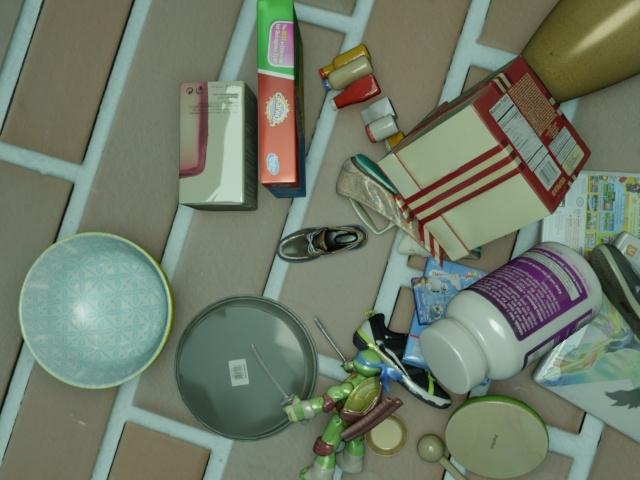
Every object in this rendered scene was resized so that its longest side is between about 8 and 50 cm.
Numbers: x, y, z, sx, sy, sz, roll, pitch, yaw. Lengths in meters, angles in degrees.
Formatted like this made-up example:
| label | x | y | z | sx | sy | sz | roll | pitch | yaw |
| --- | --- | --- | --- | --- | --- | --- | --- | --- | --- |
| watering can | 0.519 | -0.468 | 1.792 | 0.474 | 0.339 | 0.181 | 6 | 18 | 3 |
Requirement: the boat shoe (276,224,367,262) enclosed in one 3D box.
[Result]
| label | x | y | z | sx | sy | sz | roll | pitch | yaw |
| --- | --- | --- | --- | --- | --- | --- | --- | --- | --- |
| boat shoe | 0.000 | 0.000 | 1.365 | 0.183 | 0.066 | 0.066 | -14 | 86 | 4 |

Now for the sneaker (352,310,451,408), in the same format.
| label | x | y | z | sx | sy | sz | roll | pitch | yaw |
| --- | --- | --- | --- | --- | --- | --- | --- | --- | --- |
| sneaker | 0.169 | 0.223 | 1.332 | 0.235 | 0.084 | 0.097 | 39 | 90 | 5 |

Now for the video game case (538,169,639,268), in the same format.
| label | x | y | z | sx | sy | sz | roll | pitch | yaw |
| --- | --- | --- | --- | --- | --- | --- | --- | --- | --- |
| video game case | 0.528 | -0.021 | 1.344 | 0.207 | 0.026 | 0.226 | 4 | 87 | 5 |

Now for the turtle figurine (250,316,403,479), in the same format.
| label | x | y | z | sx | sy | sz | roll | pitch | yaw |
| --- | --- | --- | --- | --- | --- | --- | --- | --- | --- |
| turtle figurine | 0.012 | 0.298 | 1.298 | 0.275 | 0.198 | 0.266 | 11 | 105 | 7 |

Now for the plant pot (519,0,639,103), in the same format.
| label | x | y | z | sx | sy | sz | roll | pitch | yaw |
| --- | --- | --- | --- | --- | --- | --- | --- | --- | --- |
| plant pot | 0.506 | -0.376 | 1.281 | 0.254 | 0.237 | 0.237 | -36 | 85 | 18 |

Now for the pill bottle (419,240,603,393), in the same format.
| label | x | y | z | sx | sy | sz | roll | pitch | yaw |
| --- | --- | --- | --- | --- | --- | --- | --- | --- | --- |
| pill bottle | 0.324 | 0.136 | 1.210 | 0.302 | 0.169 | 0.169 | -27 | 85 | -22 |

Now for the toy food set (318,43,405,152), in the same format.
| label | x | y | z | sx | sy | sz | roll | pitch | yaw |
| --- | --- | --- | --- | --- | --- | --- | --- | --- | --- |
| toy food set | 0.077 | -0.262 | 1.354 | 0.105 | 0.111 | 0.232 | -24 | 86 | 15 |

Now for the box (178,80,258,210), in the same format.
| label | x | y | z | sx | sy | sz | roll | pitch | yaw |
| --- | --- | --- | --- | --- | --- | --- | --- | --- | --- |
| box | -0.194 | -0.177 | 1.349 | 0.127 | 0.148 | 0.232 | 0 | 87 | 5 |

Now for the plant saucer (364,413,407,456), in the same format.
| label | x | y | z | sx | sy | sz | roll | pitch | yaw |
| --- | --- | --- | --- | --- | --- | --- | --- | --- | --- |
| plant saucer | 0.128 | 0.377 | 1.362 | 0.084 | 0.015 | 0.083 | 0 | 87 | 5 |

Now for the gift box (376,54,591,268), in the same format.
| label | x | y | z | sx | sy | sz | roll | pitch | yaw |
| --- | --- | --- | --- | --- | --- | --- | --- | --- | --- |
| gift box | 0.280 | -0.115 | 1.213 | 0.255 | 0.258 | 0.276 | -38 | 97 | -41 |

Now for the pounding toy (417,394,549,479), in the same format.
| label | x | y | z | sx | sy | sz | roll | pitch | yaw |
| --- | --- | --- | --- | --- | --- | --- | --- | --- | --- |
| pounding toy | 0.314 | 0.357 | 1.319 | 0.183 | 0.110 | 0.237 | 37 | 120 | -5 |

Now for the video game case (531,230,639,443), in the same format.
| label | x | y | z | sx | sy | sz | roll | pitch | yaw |
| --- | --- | --- | --- | --- | --- | --- | --- | --- | --- |
| video game case | 0.610 | 0.197 | 1.304 | 0.300 | 0.036 | 0.328 | 30 | 95 | 3 |

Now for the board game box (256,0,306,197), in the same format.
| label | x | y | z | sx | sy | sz | roll | pitch | yaw |
| --- | --- | --- | --- | --- | --- | --- | --- | --- | --- |
| board game box | -0.069 | -0.248 | 1.297 | 0.064 | 0.242 | 0.316 | -1 | 88 | 3 |

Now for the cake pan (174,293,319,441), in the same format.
| label | x | y | z | sx | sy | sz | roll | pitch | yaw |
| --- | --- | --- | --- | --- | --- | --- | --- | --- | --- |
| cake pan | -0.151 | 0.253 | 1.373 | 0.294 | 0.054 | 0.293 | 0 | 87 | 5 |

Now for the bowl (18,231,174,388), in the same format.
| label | x | y | z | sx | sy | sz | roll | pitch | yaw |
| --- | --- | --- | --- | --- | --- | --- | --- | --- | --- |
| bowl | -0.406 | 0.129 | 1.348 | 0.290 | 0.156 | 0.289 | 0 | 88 | 5 |

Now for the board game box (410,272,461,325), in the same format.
| label | x | y | z | sx | sy | sz | roll | pitch | yaw |
| --- | --- | --- | --- | --- | --- | --- | --- | --- | --- |
| board game box | 0.220 | 0.109 | 1.299 | 0.090 | 0.020 | 0.090 | -5 | 67 | -5 |

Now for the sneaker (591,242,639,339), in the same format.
| label | x | y | z | sx | sy | sz | roll | pitch | yaw |
| --- | --- | --- | --- | --- | --- | --- | --- | --- | --- |
| sneaker | 0.586 | 0.081 | 1.254 | 0.118 | 0.083 | 0.222 | -33 | 91 | -6 |

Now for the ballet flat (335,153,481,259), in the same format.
| label | x | y | z | sx | sy | sz | roll | pitch | yaw |
| --- | --- | --- | --- | --- | --- | --- | --- | --- | --- |
| ballet flat | 0.160 | -0.039 | 1.350 | 0.316 | 0.107 | 0.106 | 39 | 111 | 11 |

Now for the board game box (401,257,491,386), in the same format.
| label | x | y | z | sx | sy | sz | roll | pitch | yaw |
| --- | --- | --- | --- | --- | --- | --- | --- | --- | --- |
| board game box | 0.255 | 0.149 | 1.316 | 0.160 | 0.039 | 0.211 | 16 | 68 | 5 |
